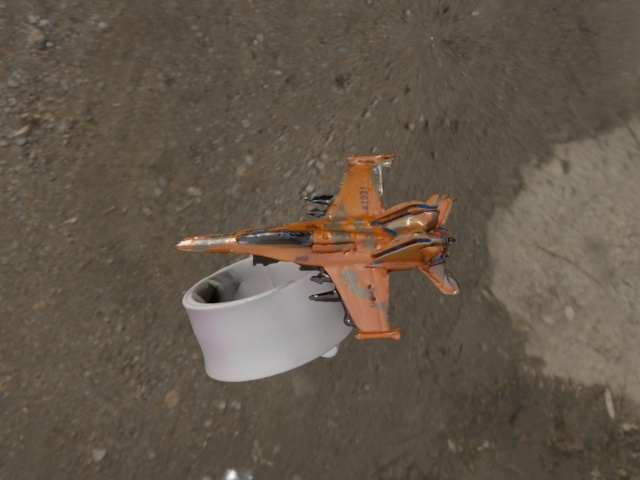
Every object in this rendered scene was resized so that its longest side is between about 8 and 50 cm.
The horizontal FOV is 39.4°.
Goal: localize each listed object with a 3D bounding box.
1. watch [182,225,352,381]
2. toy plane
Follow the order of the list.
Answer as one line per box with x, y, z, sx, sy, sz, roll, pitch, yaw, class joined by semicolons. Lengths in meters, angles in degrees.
-0.074;0.107;1.167;0.244;0.231;0.196;-13;106;23;watch
0.000;0.005;0.598;0.189;0.062;0.135;-5;67;6;toy plane
